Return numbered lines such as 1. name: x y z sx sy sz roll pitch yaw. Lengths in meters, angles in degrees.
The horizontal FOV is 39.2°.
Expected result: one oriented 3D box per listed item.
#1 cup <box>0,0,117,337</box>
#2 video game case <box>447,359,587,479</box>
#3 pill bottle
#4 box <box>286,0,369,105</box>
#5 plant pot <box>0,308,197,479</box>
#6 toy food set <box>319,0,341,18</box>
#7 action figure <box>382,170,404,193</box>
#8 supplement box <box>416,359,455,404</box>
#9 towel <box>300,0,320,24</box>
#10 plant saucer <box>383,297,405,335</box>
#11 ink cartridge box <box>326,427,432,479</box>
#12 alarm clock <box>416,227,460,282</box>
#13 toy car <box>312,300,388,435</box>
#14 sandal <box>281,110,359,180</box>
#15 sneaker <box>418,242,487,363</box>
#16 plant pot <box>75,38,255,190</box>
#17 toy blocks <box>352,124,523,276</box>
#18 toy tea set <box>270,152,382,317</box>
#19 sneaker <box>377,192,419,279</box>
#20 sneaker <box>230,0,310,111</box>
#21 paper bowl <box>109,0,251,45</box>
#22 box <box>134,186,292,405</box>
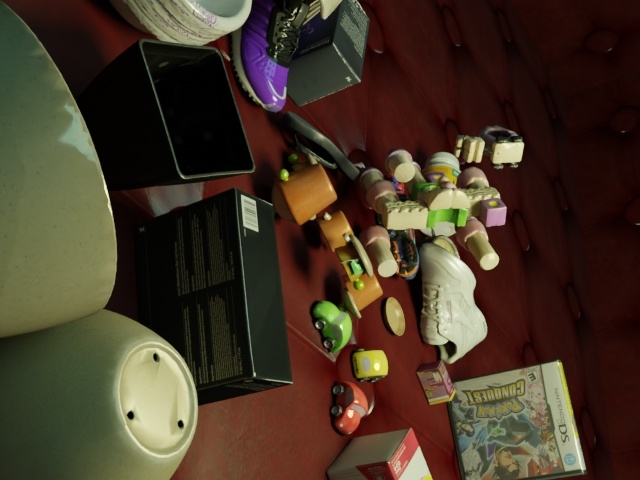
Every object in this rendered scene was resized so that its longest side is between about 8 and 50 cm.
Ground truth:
1. cup: -0.375 -0.035 0.815 0.237 0.331 0.331 -27 100 -35
2. video game case: 0.425 0.413 1.991 0.035 0.275 0.248 17 60 -60
3. pill bottle: 0.298 -0.119 2.231 0.117 0.118 0.208 51 35 -35
4. box: 0.003 -0.395 1.817 0.108 0.153 0.207 49 35 -37
5. plant pot: -0.249 0.191 0.992 0.284 0.191 0.284 39 42 -47
6. toy food set: -0.073 -0.540 1.643 0.306 0.092 0.219 32 52 4
7. action figure: 0.173 -0.133 2.110 0.115 0.030 0.038 27 57 -60
8. supplement box: 0.254 0.312 1.976 0.083 0.055 0.043 68 27 -10
9. towel: -0.037 -0.539 1.795 0.049 0.187 0.282 29 47 -34
10. plant saucer: 0.155 0.164 1.921 0.083 0.015 0.083 39 42 -47
11. ink cartridge box: 0.117 0.443 1.575 0.127 0.128 0.176 -38 107 -60
12. alarm clock: 0.273 0.071 2.132 0.129 0.064 0.192 38 50 -36
13. toy car: 0.053 0.211 1.671 0.225 0.053 0.239 65 28 -14
14. sandal: 0.001 -0.172 1.771 0.097 0.054 0.254 41 2 37
15. sneaker: 0.282 0.146 2.023 0.152 0.114 0.305 -41 120 -28
16. plant pot: -0.230 -0.157 1.248 0.187 0.167 0.188 -15 89 -63
17. toy blocks: 0.225 -0.120 1.859 0.260 0.289 0.309 -111 -159 -56
18. toy tea set: 0.000 0.000 1.663 0.336 0.124 0.200 63 0 -4
19. sneaker: 0.175 -0.007 2.006 0.087 0.083 0.221 68 17 -59
20. sneaker: -0.084 -0.389 1.662 0.102 0.146 0.293 15 61 -58
21. paper bowl: -0.243 -0.438 1.402 0.284 0.148 0.284 37 44 -47
22. box: -0.151 0.083 1.236 0.103 0.184 0.261 25 54 -57
